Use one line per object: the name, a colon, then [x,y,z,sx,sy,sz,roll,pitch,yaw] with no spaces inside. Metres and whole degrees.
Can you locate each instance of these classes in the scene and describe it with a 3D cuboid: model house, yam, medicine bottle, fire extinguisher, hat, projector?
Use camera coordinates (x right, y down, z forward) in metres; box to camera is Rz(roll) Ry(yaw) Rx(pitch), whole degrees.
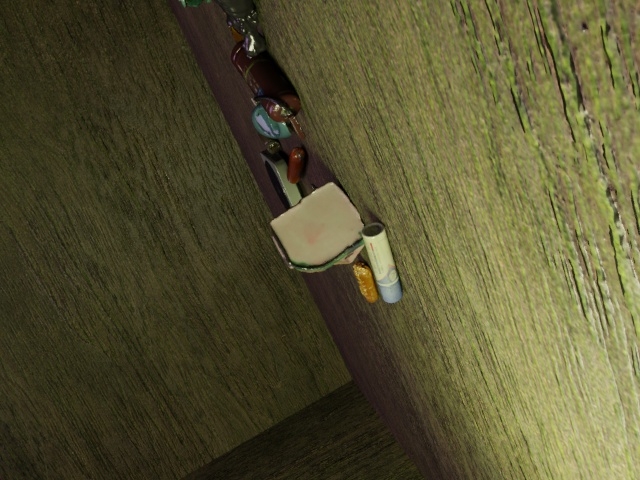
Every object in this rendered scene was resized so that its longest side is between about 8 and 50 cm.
model house: [0.000,0.000,1.596,0.202,0.236,0.237,53,174,14]
yam: [-0.200,-0.389,2.151,0.132,0.054,0.054,57,170,42]
medicine bottle: [0.157,0.059,1.391,0.059,0.059,0.231,52,167,52]
fire extinguisher: [-0.138,-0.416,1.546,0.341,0.105,0.141,58,-172,30]
hat: [-0.142,-0.388,1.751,0.190,0.078,0.138,10,138,56]
projector: [-0.137,-0.226,2.197,0.259,0.079,0.257,66,170,-26]

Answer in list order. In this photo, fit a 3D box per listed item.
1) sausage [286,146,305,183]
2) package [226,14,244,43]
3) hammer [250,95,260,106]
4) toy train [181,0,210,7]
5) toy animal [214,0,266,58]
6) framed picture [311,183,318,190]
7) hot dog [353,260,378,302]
sausage: [-0.083,-0.250,1.887,0.053,0.053,0.348,62,171,5]
package: [-0.240,-0.628,1.658,0.131,0.047,0.071,64,169,-2]
hammer: [-0.221,-0.514,1.987,0.060,0.028,0.195,57,171,-2]
toy train: [-0.446,-0.911,1.854,0.285,0.116,0.177,107,148,-80]
toy animal: [-0.219,-0.616,1.394,0.168,0.106,0.343,52,175,16]
framed picture: [-0.005,-0.153,1.882,0.066,0.006,0.089,66,171,-25]
hot dog: [0.143,0.128,1.743,0.071,0.045,0.165,56,171,47]
